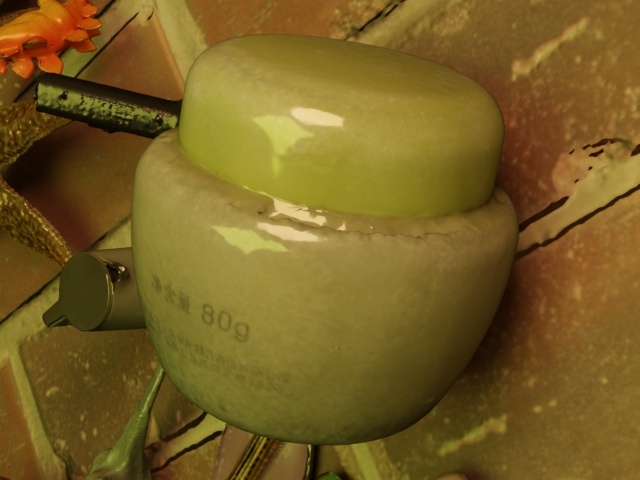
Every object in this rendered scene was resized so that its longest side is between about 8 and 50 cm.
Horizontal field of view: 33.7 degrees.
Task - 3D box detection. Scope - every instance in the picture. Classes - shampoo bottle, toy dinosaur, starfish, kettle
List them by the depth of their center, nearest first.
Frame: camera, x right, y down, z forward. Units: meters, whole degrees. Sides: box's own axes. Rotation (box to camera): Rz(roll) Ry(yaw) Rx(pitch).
[{"bbox_3d":[0.000,0.000,0.896,0.322,0.322,0.317,25,113,36],"label":"shampoo bottle"},{"bbox_3d":[-0.216,0.053,1.186,0.127,0.148,0.098,8,97,40],"label":"kettle"},{"bbox_3d":[-0.227,0.281,1.208,0.205,0.092,0.393,-125,44,-80],"label":"toy dinosaur"},{"bbox_3d":[-0.313,-0.243,1.215,0.117,0.288,0.070,33,147,23],"label":"toy dinosaur"},{"bbox_3d":[-0.401,-0.102,1.357,0.384,0.132,0.398,25,110,31],"label":"starfish"}]

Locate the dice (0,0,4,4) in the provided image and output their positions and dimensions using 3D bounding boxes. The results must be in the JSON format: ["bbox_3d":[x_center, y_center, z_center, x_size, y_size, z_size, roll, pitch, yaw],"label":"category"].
[{"bbox_3d":[-0.510,-0.434,1.282,0.304,0.277,0.304,7,81,46],"label":"dice"}]

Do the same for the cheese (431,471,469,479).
[{"bbox_3d":[0.091,0.343,0.983,0.159,0.093,0.263,49,120,28],"label":"cheese"}]

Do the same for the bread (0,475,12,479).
[{"bbox_3d":[-0.374,0.422,1.289,0.305,0.159,0.305,53,155,39],"label":"bread"}]

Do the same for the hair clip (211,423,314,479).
[{"bbox_3d":[-0.101,0.304,1.162,0.358,0.095,0.110,-55,30,17],"label":"hair clip"}]

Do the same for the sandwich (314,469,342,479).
[{"bbox_3d":[0.002,0.304,1.096,0.074,0.074,0.116,36,147,12],"label":"sandwich"}]

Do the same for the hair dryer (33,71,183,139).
[{"bbox_3d":[-0.190,-0.124,1.146,0.251,0.089,0.197,18,108,5],"label":"hair dryer"}]
